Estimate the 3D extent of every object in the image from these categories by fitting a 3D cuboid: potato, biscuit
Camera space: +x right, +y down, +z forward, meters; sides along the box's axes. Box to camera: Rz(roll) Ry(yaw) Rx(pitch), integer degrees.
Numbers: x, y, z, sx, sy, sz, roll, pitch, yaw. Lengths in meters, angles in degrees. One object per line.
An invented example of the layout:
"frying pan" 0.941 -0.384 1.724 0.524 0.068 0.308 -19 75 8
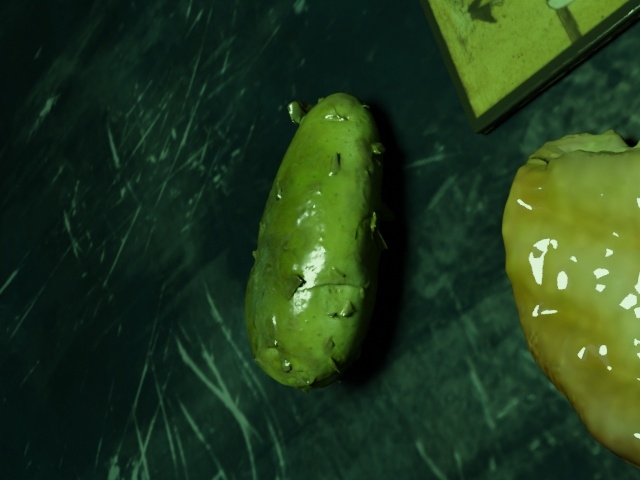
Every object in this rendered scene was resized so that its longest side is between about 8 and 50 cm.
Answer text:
"potato" 0.000 0.000 0.761 0.117 0.090 0.225 1 81 54
"biscuit" 0.216 0.023 0.524 0.274 0.091 0.213 3 86 46

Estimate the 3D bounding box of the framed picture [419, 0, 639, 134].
"framed picture" 0.175 -0.261 0.648 0.339 0.014 0.255 -37 61 39
